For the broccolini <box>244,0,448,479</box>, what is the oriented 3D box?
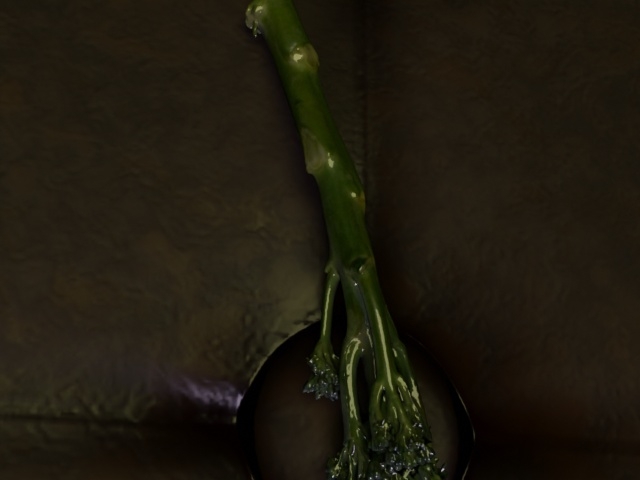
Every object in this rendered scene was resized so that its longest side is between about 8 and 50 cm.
[{"bbox_3d":[-0.002,-0.002,0.541,0.074,0.078,0.392,-13,65,-8],"label":"broccolini"}]
